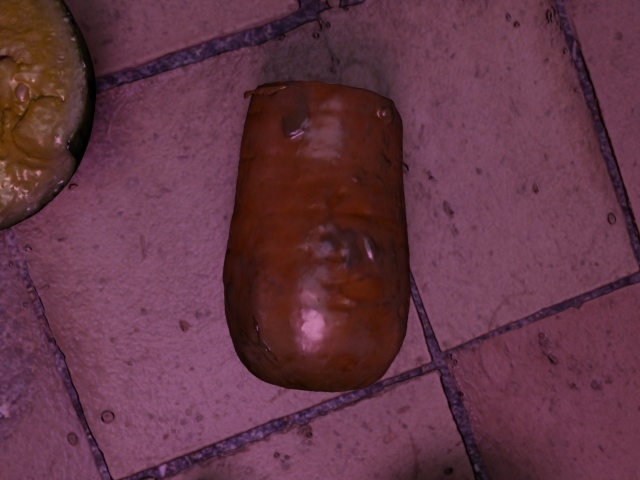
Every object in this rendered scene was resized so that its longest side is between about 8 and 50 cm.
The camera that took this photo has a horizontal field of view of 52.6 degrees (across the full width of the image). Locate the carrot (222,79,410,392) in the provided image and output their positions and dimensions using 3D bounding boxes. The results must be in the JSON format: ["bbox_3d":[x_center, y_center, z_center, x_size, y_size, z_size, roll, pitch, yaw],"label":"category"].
[{"bbox_3d":[0.000,0.000,0.772,0.224,0.224,0.341,5,87,-7],"label":"carrot"}]

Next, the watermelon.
[{"bbox_3d":[-0.410,-0.151,0.730,0.330,0.189,0.331,1,77,-4],"label":"watermelon"}]
